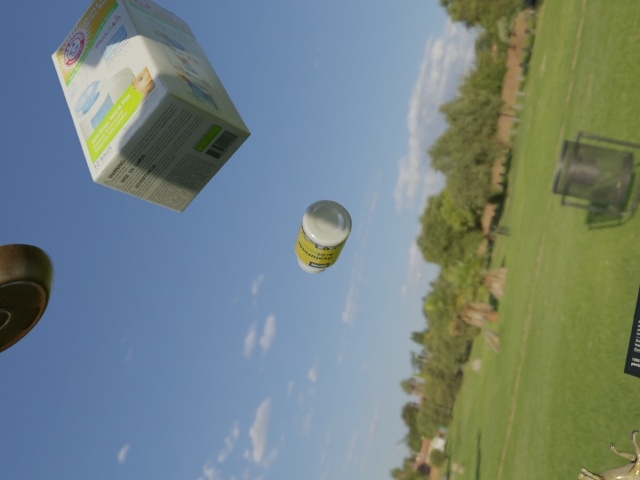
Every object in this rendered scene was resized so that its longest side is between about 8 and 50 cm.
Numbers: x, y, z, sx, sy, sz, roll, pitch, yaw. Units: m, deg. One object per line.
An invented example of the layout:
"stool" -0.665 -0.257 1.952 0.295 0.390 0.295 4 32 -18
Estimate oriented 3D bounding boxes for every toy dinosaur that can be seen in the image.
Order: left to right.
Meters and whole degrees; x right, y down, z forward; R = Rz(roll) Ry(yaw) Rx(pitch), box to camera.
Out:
"toy dinosaur" 0.394 0.274 0.827 0.053 0.183 0.093 37 -113 -63

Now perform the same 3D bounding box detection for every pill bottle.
"pill bottle" 0.000 0.000 0.966 0.116 0.065 0.065 110 180 -63

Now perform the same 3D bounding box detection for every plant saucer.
"plant saucer" -0.414 0.091 0.910 0.198 0.036 0.199 -39 -23 -20

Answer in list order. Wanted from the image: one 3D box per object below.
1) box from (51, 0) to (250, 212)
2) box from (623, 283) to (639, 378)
"box" -0.172 -0.144 0.712 0.114 0.203 0.103 -44 -38 20
"box" 0.428 0.059 0.683 0.103 0.261 0.184 15 93 64
